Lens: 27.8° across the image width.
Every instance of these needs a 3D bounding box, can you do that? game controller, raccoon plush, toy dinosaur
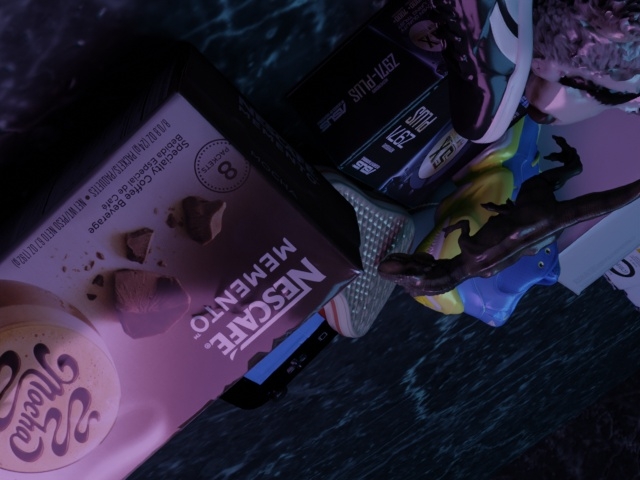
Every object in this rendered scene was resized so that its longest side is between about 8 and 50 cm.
[{"bbox_3d":[-0.057,0.082,1.253,0.166,0.067,0.319,-37,160,2],"label":"game controller"},{"bbox_3d":[0.304,-0.274,1.010,0.299,0.216,0.447,27,86,-51],"label":"raccoon plush"},{"bbox_3d":[0.178,-0.025,1.071,0.268,0.064,0.118,-27,-160,16],"label":"toy dinosaur"}]

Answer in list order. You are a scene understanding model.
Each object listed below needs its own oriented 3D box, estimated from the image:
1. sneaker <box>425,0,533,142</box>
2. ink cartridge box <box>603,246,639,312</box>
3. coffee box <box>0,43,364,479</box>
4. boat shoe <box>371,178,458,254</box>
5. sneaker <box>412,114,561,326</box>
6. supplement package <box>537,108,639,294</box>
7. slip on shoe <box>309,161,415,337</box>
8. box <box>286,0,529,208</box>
[{"bbox_3d":[0.077,-0.168,0.853,0.121,0.079,0.217,-3,117,-19],"label":"sneaker"},{"bbox_3d":[0.477,-0.014,1.487,0.395,0.151,0.270,-16,144,32],"label":"ink cartridge box"},{"bbox_3d":[-0.135,0.038,0.860,0.297,0.168,0.119,-41,-162,13],"label":"coffee box"},{"bbox_3d":[0.129,0.002,1.319,0.116,0.099,0.319,-39,158,18],"label":"boat shoe"},{"bbox_3d":[0.176,-0.026,1.199,0.240,0.126,0.091,-61,-172,-12],"label":"sneaker"},{"bbox_3d":[0.275,-0.070,1.321,0.194,0.149,0.203,-40,158,11],"label":"supplement package"},{"bbox_3d":[0.000,0.000,1.079,0.123,0.101,0.331,-62,157,-3],"label":"slip on shoe"},{"bbox_3d":[0.080,-0.113,1.034,0.147,0.077,0.180,-40,159,12],"label":"box"}]
